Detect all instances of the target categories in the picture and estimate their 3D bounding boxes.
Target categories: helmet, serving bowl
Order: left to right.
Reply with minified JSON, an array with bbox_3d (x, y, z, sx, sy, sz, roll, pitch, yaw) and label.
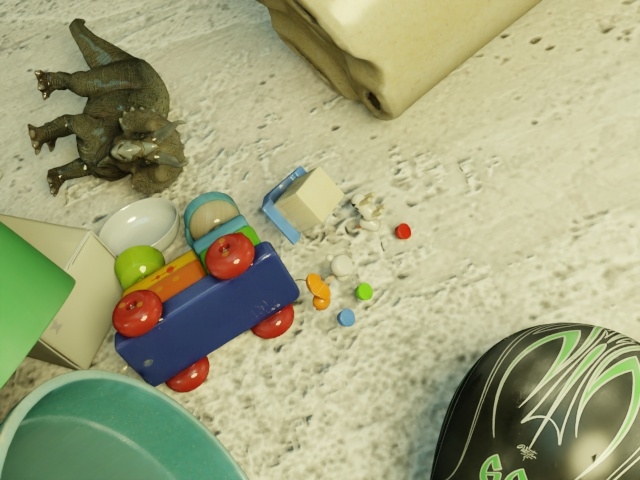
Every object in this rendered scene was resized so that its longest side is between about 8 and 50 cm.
[{"bbox_3d":[-0.176,-0.005,0.787,0.083,0.027,0.083,-11,40,10],"label":"serving bowl"},{"bbox_3d":[0.157,0.131,0.502,0.169,0.169,0.162,29,87,33],"label":"helmet"}]

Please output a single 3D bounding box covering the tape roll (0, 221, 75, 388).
[{"bbox_3d":[-0.293,0.128,0.515,0.321,0.077,0.321,-46,14,15],"label":"tape roll"}]

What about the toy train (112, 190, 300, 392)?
[{"bbox_3d":[-0.154,0.060,0.699,0.248,0.105,0.143,-32,42,-3],"label":"toy train"}]

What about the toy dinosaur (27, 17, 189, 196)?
[{"bbox_3d":[-0.226,-0.136,0.868,0.160,0.121,0.314,-9,41,-7],"label":"toy dinosaur"}]

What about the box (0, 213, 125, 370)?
[{"bbox_3d":[-0.330,0.036,0.778,0.275,0.094,0.113,11,62,26],"label":"box"}]

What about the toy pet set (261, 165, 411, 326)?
[{"bbox_3d":[0.000,0.000,0.692,0.065,0.114,0.122,-23,23,52],"label":"toy pet set"}]

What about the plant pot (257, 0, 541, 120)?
[{"bbox_3d":[0.092,-0.293,0.739,0.305,0.334,0.334,-47,53,-1],"label":"plant pot"}]

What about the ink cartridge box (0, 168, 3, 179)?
[{"bbox_3d":[-0.378,0.068,0.611,0.324,0.071,0.330,-49,16,6],"label":"ink cartridge box"}]

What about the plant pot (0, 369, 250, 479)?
[{"bbox_3d":[-0.179,0.258,0.474,0.255,0.271,0.272,-34,51,13],"label":"plant pot"}]
